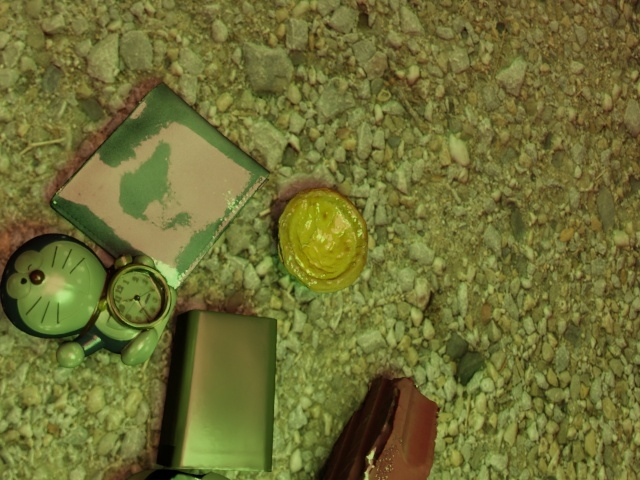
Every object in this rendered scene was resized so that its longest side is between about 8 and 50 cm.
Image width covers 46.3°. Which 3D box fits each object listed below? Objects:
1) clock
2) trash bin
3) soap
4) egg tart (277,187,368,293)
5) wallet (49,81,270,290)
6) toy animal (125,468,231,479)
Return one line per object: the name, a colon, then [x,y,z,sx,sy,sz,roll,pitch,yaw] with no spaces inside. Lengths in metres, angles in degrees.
clock: [-0.354,0.091,1.120,0.243,0.146,0.200,28,66,-21]
trash bin: [-0.157,0.240,1.195,0.164,0.122,0.241,11,75,-22]
soap: [0.101,0.344,1.255,0.112,0.182,0.289,41,35,-11]
egg tart: [0.000,0.000,1.327,0.191,0.074,0.191,5,78,-23]
wallet: [-0.256,-0.087,1.242,0.251,0.054,0.290,39,70,-12]
toy animal: [-0.224,0.409,1.103,0.166,0.179,0.138,36,51,-28]
